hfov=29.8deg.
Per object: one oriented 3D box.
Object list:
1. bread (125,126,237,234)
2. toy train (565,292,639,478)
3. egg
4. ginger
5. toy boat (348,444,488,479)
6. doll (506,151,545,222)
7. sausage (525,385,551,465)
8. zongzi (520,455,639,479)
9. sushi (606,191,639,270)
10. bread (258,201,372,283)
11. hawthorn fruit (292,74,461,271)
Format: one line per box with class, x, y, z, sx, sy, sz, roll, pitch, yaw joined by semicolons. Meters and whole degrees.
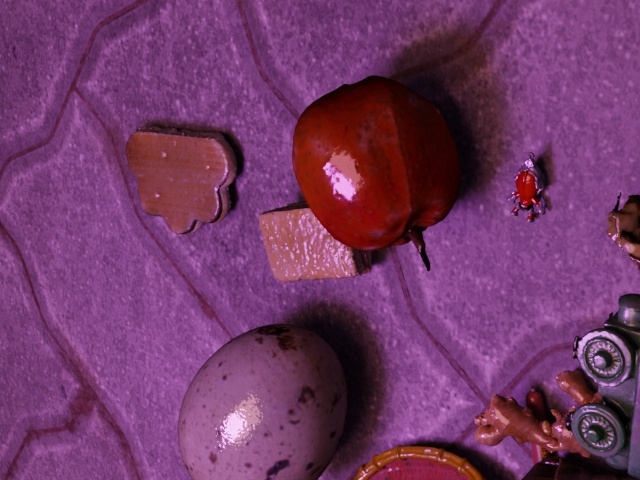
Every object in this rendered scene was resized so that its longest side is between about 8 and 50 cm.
bread;-0.260;-0.113;2.278;0.286;0.056;0.207;14;112;39
toy train;0.458;0.210;1.660;0.201;0.145;0.266;16;117;35
egg;-0.100;0.309;2.126;0.287;0.287;0.379;40;118;26
ginger;0.341;0.279;1.829;0.176;0.052;0.193;39;116;16
toy boat;0.189;0.416;2.027;0.318;0.099;0.141;3;104;46
doll;0.308;-0.081;1.769;0.057;0.039;0.114;50;145;48
sausage;0.348;0.333;1.889;0.029;0.029;0.223;2;106;43
zongzi;0.450;0.480;1.778;0.317;0.154;0.289;-5;110;37
sushi;0.513;0.026;1.570;0.291;0.139;0.131;26;102;33
bread;0.000;0.000;2.044;0.196;0.102;0.138;-6;104;41
hawthorn fruit;0.099;-0.089;1.806;0.254;0.254;0.300;-43;64;43
